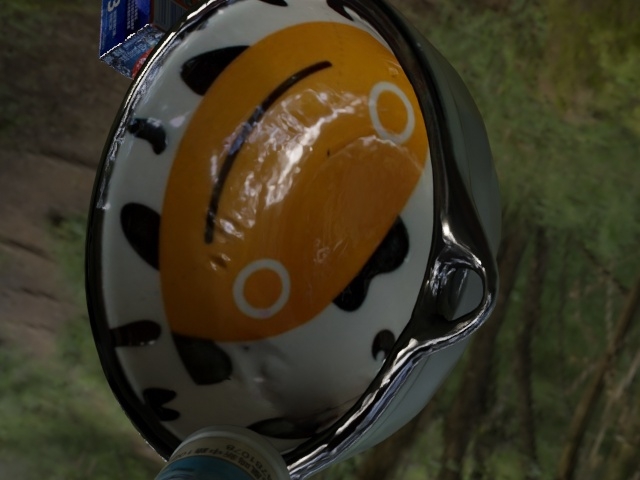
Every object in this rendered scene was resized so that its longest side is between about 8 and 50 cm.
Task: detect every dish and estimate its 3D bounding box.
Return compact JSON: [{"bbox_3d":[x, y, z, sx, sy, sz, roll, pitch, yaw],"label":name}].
[{"bbox_3d":[0.000,0.000,0.733,0.303,0.303,0.120,16,-176,44],"label":"dish"}]

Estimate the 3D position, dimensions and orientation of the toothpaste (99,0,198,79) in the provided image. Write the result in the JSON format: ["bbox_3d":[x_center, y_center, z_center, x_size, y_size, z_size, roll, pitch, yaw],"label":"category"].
[{"bbox_3d":[-0.165,-0.306,1.317,0.076,0.320,0.066,-25,142,35],"label":"toothpaste"}]

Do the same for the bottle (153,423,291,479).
[{"bbox_3d":[-0.062,0.136,0.503,0.060,0.060,0.217,24,-160,5],"label":"bottle"}]
